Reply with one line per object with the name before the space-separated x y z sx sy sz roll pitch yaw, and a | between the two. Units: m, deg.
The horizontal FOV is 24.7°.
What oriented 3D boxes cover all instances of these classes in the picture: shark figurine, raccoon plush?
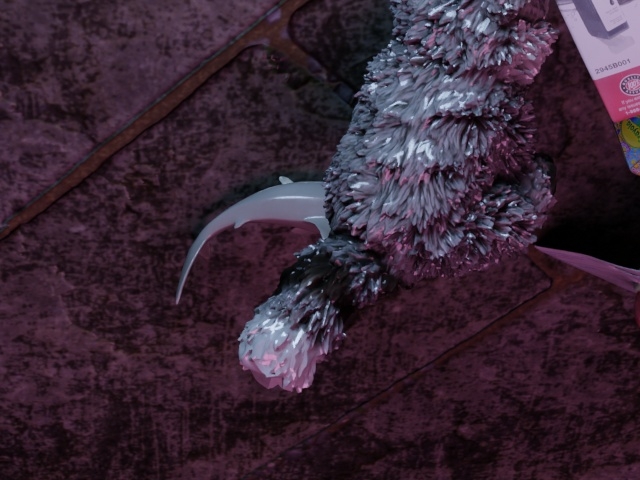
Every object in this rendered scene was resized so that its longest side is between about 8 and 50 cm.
shark figurine | -0.023 -0.011 1.582 0.278 0.116 0.166 -5 133 -5
raccoon plush | 0.088 -0.093 1.336 0.216 0.446 0.299 15 139 21

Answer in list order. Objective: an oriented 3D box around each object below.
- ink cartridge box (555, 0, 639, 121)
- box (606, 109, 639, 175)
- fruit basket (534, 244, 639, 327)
ink cartridge box | 0.287 -0.233 1.269 0.158 0.092 0.218 -18 112 27
box | 0.483 -0.152 1.460 0.290 0.177 0.279 27 125 -30
fruit basket | 0.461 0.076 1.630 0.353 0.327 0.165 29 85 -22
